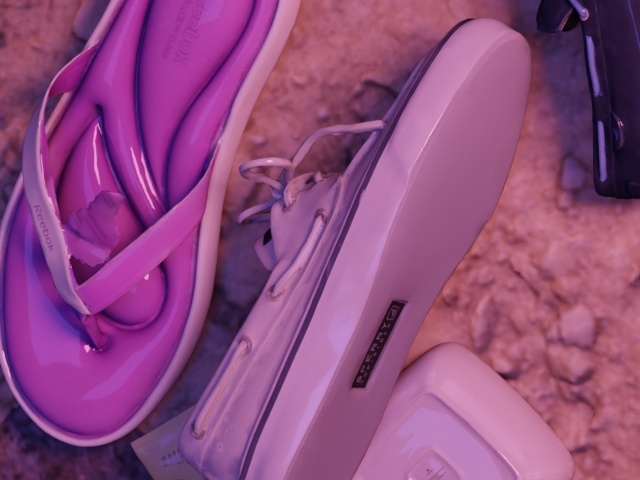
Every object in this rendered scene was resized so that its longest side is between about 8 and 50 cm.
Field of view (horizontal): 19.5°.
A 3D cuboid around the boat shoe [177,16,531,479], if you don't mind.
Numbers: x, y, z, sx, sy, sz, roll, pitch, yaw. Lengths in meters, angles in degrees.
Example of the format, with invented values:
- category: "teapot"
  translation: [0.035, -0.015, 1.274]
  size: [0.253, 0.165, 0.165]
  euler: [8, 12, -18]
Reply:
- category: "boat shoe"
  translation: [0.004, 0.003, 1.257]
  size: [0.156, 0.136, 0.367]
  euler: [28, 97, 29]

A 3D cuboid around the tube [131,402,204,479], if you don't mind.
- category: "tube"
  translation: [-0.048, 0.229, 1.325]
  size: [0.070, 0.062, 0.240]
  euler: [-25, 81, -19]

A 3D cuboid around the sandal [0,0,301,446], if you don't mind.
- category: "sandal"
  translation: [-0.143, -0.052, 1.309]
  size: [0.169, 0.102, 0.416]
  euler: [22, 100, 15]

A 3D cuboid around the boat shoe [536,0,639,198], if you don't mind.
- category: "boat shoe"
  translation: [0.176, -0.150, 1.199]
  size: [0.089, 0.109, 0.258]
  euler: [-16, 87, 22]

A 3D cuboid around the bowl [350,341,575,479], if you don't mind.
- category: "bowl"
  translation: [0.083, 0.158, 1.279]
  size: [0.142, 0.053, 0.142]
  euler: [45, 107, 11]
